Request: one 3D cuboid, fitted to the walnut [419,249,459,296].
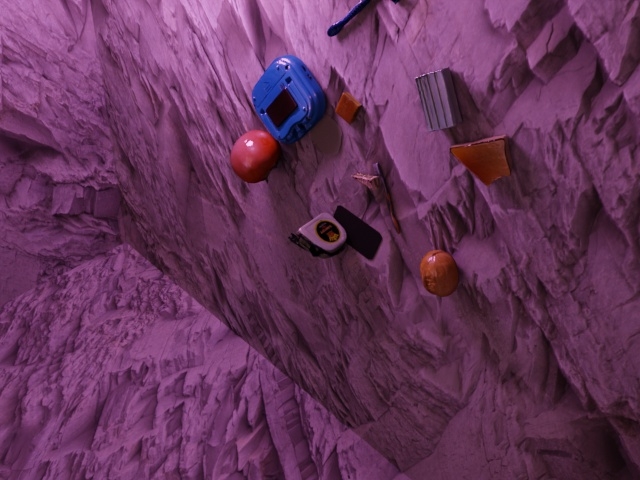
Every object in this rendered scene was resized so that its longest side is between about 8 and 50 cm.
[{"bbox_3d":[0.480,0.135,1.912,0.159,0.159,0.207,13,131,38],"label":"walnut"}]

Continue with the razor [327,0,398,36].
[{"bbox_3d":[0.135,-0.816,1.681,0.324,0.093,0.056,-10,69,50],"label":"razor"}]

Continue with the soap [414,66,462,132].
[{"bbox_3d":[0.407,-0.482,1.630,0.114,0.063,0.199,0,116,45],"label":"soap"}]

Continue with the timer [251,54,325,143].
[{"bbox_3d":[-0.146,-0.599,2.038,0.309,0.115,0.340,56,138,-1],"label":"timer"}]

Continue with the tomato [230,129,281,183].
[{"bbox_3d":[-0.302,-0.393,2.227,0.224,0.256,0.256,36,138,-2],"label":"tomato"}]

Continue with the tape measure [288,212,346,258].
[{"bbox_3d":[0.000,0.000,2.204,0.207,0.235,0.115,48,142,8],"label":"tape measure"}]

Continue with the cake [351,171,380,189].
[{"bbox_3d":[0.187,-0.263,1.981,0.140,0.051,0.055,36,144,35],"label":"cake"}]

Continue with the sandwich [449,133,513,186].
[{"bbox_3d":[0.559,-0.268,1.635,0.192,0.058,0.163,-2,115,42],"label":"sandwich"}]

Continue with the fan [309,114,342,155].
[{"bbox_3d":[-0.031,-0.483,2.087,0.310,0.010,0.182,27,129,28],"label":"fan"}]

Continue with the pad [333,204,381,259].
[{"bbox_3d":[0.161,-0.036,2.211,0.267,0.004,0.181,38,137,19],"label":"pad"}]

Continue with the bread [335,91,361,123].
[{"bbox_3d":[0.112,-0.532,1.899,0.090,0.035,0.094,43,138,14],"label":"bread"}]

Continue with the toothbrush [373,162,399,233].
[{"bbox_3d":[0.283,-0.173,1.988,0.031,0.023,0.321,-3,113,52],"label":"toothbrush"}]
